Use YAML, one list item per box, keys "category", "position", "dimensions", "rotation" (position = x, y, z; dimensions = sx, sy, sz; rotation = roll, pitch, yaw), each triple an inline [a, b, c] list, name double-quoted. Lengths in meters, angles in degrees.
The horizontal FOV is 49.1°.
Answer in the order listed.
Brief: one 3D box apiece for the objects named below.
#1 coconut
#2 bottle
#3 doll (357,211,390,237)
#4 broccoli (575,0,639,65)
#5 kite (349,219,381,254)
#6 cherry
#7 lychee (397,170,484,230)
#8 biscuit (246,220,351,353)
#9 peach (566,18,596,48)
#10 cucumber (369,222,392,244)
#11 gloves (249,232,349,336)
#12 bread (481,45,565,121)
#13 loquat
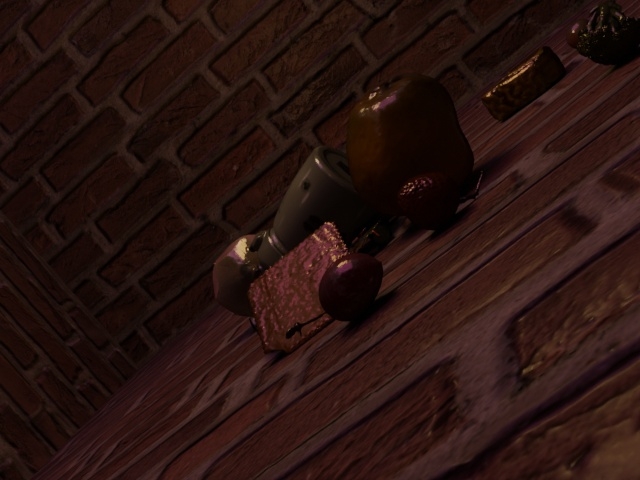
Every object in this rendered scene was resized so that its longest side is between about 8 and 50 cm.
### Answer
- category: "coconut"
  position: [-0.179, 0.099, 1.870]
  dimensions: [0.227, 0.227, 0.230]
  rotation: [-40, -6, -1]
- category: "bottle"
  position: [-0.013, -0.025, 1.682]
  dimensions: [0.351, 0.229, 0.229]
  rotation: [-55, -1, 22]
- category: "doll"
  position: [0.140, -0.056, 1.763]
  dimensions: [0.104, 0.062, 0.194]
  rotation: [-22, -13, -24]
- category: "broccoli"
  position: [0.556, -0.397, 1.345]
  dimensions: [0.131, 0.120, 0.130]
  rotation: [-9, 1, -24]
- category: "kite"
  position: [0.070, 0.038, 1.465]
  dimensions: [0.198, 0.006, 0.244]
  rotation: [-54, 9, 7]
- category: "cherry"
  position: [0.019, 0.102, 1.109]
  dimensions: [0.225, 0.090, 0.107]
  rotation: [-48, 16, 28]
- category: "lychee"
  position: [0.204, -0.070, 1.220]
  dimensions: [0.101, 0.140, 0.114]
  rotation: [-65, -13, -69]
- category: "biscuit"
  position: [-0.033, 0.092, 1.305]
  dimensions: [0.237, 0.013, 0.232]
  rotation: [-40, 39, 12]
- category: "peach"
  position: [0.723, -0.571, 1.944]
  dimensions: [0.083, 0.083, 0.083]
  rotation: [-40, 5, 4]
- category: "cucumber"
  position: [0.129, -0.016, 1.550]
  dimensions: [0.048, 0.048, 0.105]
  rotation: [-40, 4, 0]
- category: "gloves"
  position: [-0.035, 0.094, 1.421]
  dimensions: [0.285, 0.119, 0.142]
  rotation: [-55, 19, -10]
- category: "bread"
  position: [0.534, -0.415, 1.861]
  dimensions: [0.222, 0.096, 0.181]
  rotation: [-37, 3, 34]
- category: "loquat"
  position: [0.174, -0.191, 1.436]
  dimensions: [0.276, 0.283, 0.276]
  rotation: [-20, 13, 5]
